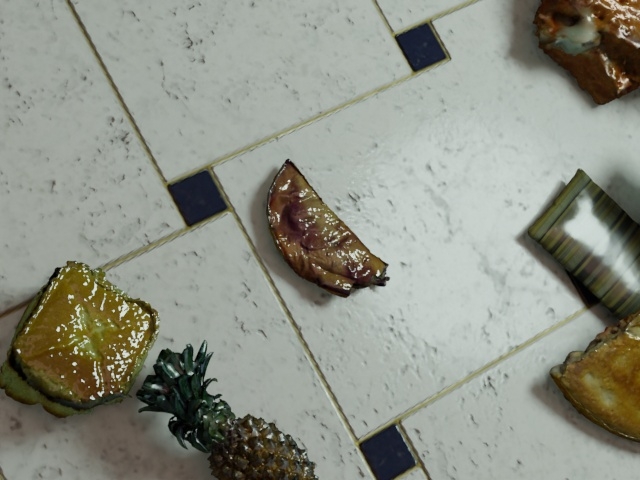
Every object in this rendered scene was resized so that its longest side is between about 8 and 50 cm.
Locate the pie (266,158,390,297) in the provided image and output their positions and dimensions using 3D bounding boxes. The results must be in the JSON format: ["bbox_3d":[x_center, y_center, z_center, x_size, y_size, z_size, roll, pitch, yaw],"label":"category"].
[{"bbox_3d":[0.000,0.000,1.290,0.170,0.034,0.092,44,62,-4],"label":"pie"}]

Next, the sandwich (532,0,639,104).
[{"bbox_3d":[0.364,-0.272,1.463,0.292,0.109,0.212,34,73,-5],"label":"sandwich"}]

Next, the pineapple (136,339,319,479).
[{"bbox_3d":[-0.083,0.191,1.176,0.221,0.083,0.103,46,34,-9],"label":"pineapple"}]

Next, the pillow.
[{"bbox_3d":[0.338,0.022,1.402,0.203,0.038,0.113,44,68,-2],"label":"pillow"}]

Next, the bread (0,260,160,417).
[{"bbox_3d":[-0.227,0.102,1.160,0.127,0.069,0.140,29,64,-11],"label":"bread"}]

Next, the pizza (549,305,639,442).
[{"bbox_3d":[0.371,0.132,1.354,0.201,0.053,0.193,33,93,-12],"label":"pizza"}]
